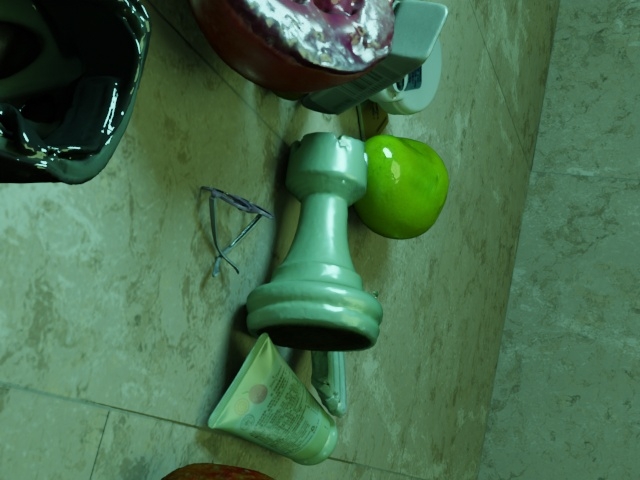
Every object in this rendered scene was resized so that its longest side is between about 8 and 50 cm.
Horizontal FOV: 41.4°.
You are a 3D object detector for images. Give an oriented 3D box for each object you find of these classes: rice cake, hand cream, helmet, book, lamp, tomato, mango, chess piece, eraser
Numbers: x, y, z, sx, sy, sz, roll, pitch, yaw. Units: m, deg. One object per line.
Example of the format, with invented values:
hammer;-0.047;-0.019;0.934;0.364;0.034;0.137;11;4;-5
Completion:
rice cake;0.010;0.173;1.355;0.124;0.038;0.211;63;17;-50
hand cream;-0.060;0.255;1.251;0.147;0.093;0.306;-58;148;-15
helmet;-0.260;-0.171;0.580;0.225;0.177;0.305;-68;146;-43
book;0.092;-0.265;1.551;0.118;0.012;0.172;-56;144;-45
lamp;0.126;-0.305;1.469;0.246;0.108;0.179;-25;114;-57
tomato;-0.057;-0.328;1.005;0.289;0.176;0.335;21;65;-35
mango;0.134;-0.094;1.528;0.273;0.149;0.185;-3;106;-60
chess piece;0.000;0.000;1.232;0.194;0.194;0.299;44;47;-61
eraser;0.060;-0.242;1.152;0.089;0.061;0.352;-66;-164;-11

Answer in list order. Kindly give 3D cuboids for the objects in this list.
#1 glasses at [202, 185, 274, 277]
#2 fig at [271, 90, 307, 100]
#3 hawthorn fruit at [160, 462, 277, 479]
glasses;-0.124;-0.008;1.117;0.104;0.062;0.140;-62;157;7
fig;-0.041;-0.239;1.189;0.088;0.074;0.074;-97;174;-49
hawthorn fruit;-0.110;0.386;1.000;0.262;0.258;0.258;6;91;-38
